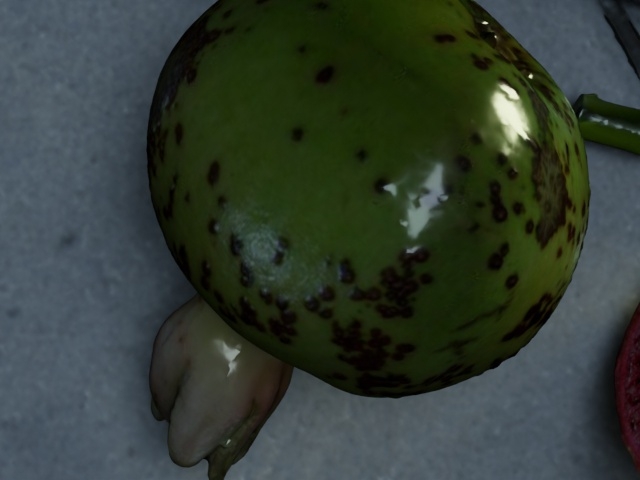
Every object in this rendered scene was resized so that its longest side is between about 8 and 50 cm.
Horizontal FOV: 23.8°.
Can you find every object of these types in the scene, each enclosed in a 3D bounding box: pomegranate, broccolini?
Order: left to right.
[{"bbox_3d":[0.000,0.000,0.940,0.285,0.285,0.341,37,109,-7],"label":"pomegranate"},{"bbox_3d":[0.369,-0.077,1.107,0.392,0.074,0.079,11,124,-10],"label":"broccolini"}]

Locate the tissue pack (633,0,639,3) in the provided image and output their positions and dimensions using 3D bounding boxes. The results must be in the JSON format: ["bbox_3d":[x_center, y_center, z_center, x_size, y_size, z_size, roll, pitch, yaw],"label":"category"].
[{"bbox_3d":[0.257,-0.314,1.068,0.394,0.124,0.288,20,79,-9],"label":"tissue pack"}]

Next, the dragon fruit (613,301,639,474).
[{"bbox_3d":[0.306,0.083,1.037,0.189,0.163,0.262,30,82,27],"label":"dragon fruit"}]
